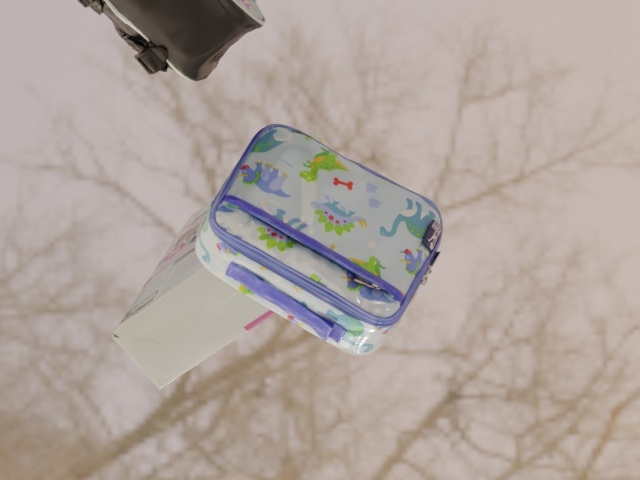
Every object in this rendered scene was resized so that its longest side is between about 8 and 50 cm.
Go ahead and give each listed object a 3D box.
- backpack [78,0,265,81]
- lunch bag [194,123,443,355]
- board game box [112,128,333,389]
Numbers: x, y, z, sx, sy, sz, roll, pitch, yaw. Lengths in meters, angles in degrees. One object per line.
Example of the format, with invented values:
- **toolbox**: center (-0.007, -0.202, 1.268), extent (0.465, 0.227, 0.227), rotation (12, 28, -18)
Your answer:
- **backpack**: center (-0.163, -0.295, 1.732), extent (0.191, 0.225, 0.253), rotation (-46, -158, 2)
- **lunch bag**: center (0.000, 0.000, 1.673), extent (0.176, 0.219, 0.090), rotation (-57, 177, -38)
- **board game box**: center (-0.095, 0.016, 2.037), extent (0.224, 0.097, 0.303), rotation (-33, -165, 29)
